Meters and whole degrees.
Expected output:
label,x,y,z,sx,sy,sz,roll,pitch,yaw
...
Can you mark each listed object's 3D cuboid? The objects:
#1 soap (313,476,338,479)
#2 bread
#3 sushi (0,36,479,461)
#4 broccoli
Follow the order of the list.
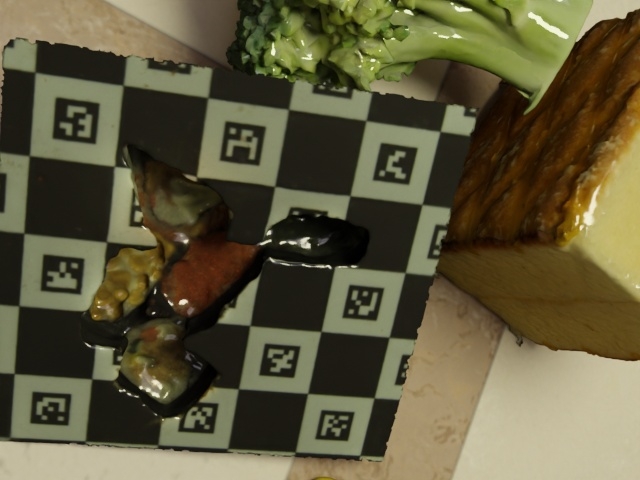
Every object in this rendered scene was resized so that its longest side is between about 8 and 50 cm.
label,x,y,z,sx,sy,sz,roll,pitch,yaw
soap,0.028,0.249,0.823,0.089,0.012,0.034,20,77,-18
bread,0.270,-0.047,0.803,0.207,0.279,0.279,39,72,-14
sushi,-0.083,0.021,0.726,0.359,0.064,0.343,6,112,-13
broccoli,0.083,-0.261,0.746,0.317,0.277,0.338,3,74,-8
